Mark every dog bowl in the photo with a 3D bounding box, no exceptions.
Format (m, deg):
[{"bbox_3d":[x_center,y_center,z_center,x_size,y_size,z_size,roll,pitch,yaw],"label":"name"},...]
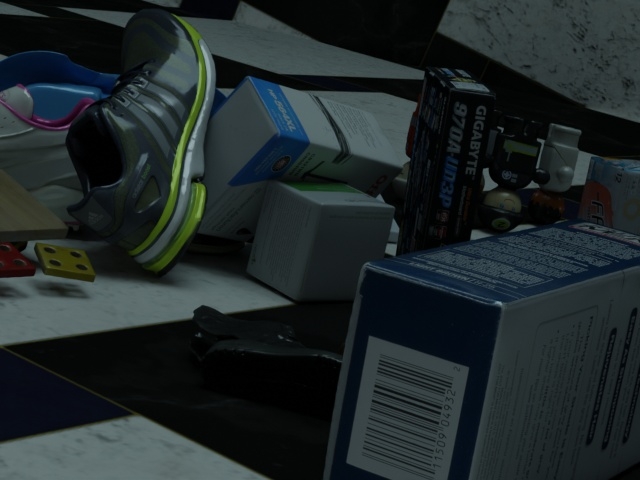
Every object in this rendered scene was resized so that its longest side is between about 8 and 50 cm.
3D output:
[{"bbox_3d":[-0.229,-0.104,1.708,0.297,0.166,0.074,8,1,-12],"label":"dog bowl"}]

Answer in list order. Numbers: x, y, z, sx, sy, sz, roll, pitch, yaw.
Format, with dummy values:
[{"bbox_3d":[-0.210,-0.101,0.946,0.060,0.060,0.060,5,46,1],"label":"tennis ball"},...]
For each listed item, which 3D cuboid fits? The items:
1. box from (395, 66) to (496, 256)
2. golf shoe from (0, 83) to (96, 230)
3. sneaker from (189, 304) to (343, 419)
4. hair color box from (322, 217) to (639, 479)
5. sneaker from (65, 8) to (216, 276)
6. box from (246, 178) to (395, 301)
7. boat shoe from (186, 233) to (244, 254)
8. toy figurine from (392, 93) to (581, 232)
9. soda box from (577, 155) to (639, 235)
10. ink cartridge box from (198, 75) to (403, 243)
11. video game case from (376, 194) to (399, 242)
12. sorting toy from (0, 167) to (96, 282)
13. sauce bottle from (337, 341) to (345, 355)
[{"bbox_3d":[0.126,-0.061,1.671,0.051,0.220,0.175,8,12,-6],"label":"box"},{"bbox_3d":[-0.351,-0.093,1.578,0.306,0.140,0.115,5,15,-21],"label":"golf shoe"},{"bbox_3d":[-0.028,0.092,1.247,0.170,0.051,0.089,10,17,10],"label":"sneaker"},{"bbox_3d":[0.141,0.091,1.121,0.105,0.174,0.347,17,13,30],"label":"hair color box"},{"bbox_3d":[-0.176,-0.116,1.543,0.121,0.111,0.300,27,43,-34],"label":"sneaker"},{"bbox_3d":[0.000,0.000,1.559,0.101,0.102,0.087,2,18,-42],"label":"box"},{"bbox_3d":[-0.139,-0.016,1.623,0.152,0.049,0.056,2,14,-38],"label":"boat shoe"},{"bbox_3d":[0.223,-0.097,2.117,0.213,0.148,0.209,17,8,32],"label":"toy figurine"},{"bbox_3d":[0.284,0.013,1.567,0.063,0.183,0.058,3,15,-28],"label":"soda box"},{"bbox_3d":[-0.036,-0.071,1.630,0.203,0.148,0.086,11,41,-49],"label":"ink cartridge box"},{"bbox_3d":[0.002,-0.054,1.873,0.157,0.019,0.143,7,34,-26],"label":"video game case"},{"bbox_3d":[-0.315,-0.018,1.449,0.274,0.046,0.132,36,26,34],"label":"sorting toy"},{"bbox_3d":[0.075,0.102,1.320,0.128,0.042,0.042,5,14,-34],"label":"sauce bottle"}]
